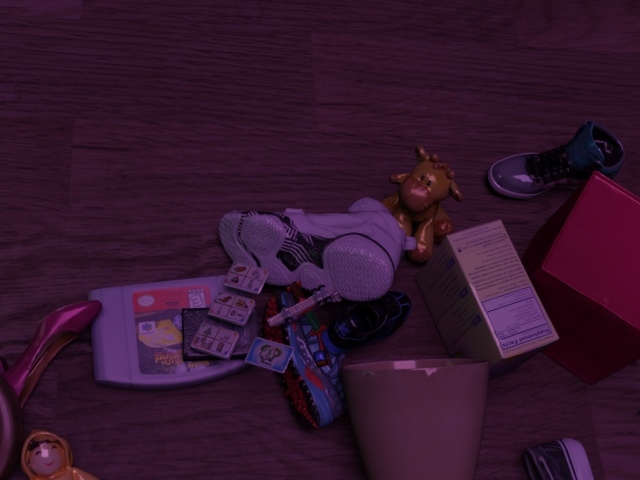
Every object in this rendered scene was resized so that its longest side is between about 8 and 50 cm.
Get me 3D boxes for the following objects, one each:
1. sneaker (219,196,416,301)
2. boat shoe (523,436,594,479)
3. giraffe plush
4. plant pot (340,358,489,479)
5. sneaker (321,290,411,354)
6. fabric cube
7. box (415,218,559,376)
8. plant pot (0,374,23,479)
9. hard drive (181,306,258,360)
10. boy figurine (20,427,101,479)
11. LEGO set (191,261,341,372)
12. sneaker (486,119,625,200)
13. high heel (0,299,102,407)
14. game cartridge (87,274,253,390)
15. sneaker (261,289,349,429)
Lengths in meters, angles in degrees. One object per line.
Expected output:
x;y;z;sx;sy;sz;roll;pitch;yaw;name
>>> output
0.000;0.000;1.584;0.366;0.137;0.210;14;27;25;sneaker
0.436;0.517;1.458;0.119;0.121;0.335;-7;56;-5;boat shoe
0.203;-0.084;1.642;0.181;0.170;0.210;26;64;2;giraffe plush
0.166;0.347;1.418;0.256;0.256;0.274;-1;85;-12;plant pot
0.105;0.138;1.531;0.232;0.090;0.081;-25;75;-44;sneaker
0.524;0.077;1.584;0.259;0.258;0.254;34;63;5;fabric cube
0.300;0.121;1.543;0.117;0.213;0.243;-15;69;-17;box
-0.608;0.299;1.246;0.263;0.229;0.263;1;80;-4;plant pot
-0.179;0.165;1.480;0.135;0.022;0.094;0;66;-12;hard drive
-0.409;0.434;1.332;0.177;0.092;0.285;-12;72;-14;boy figurine
-0.078;0.146;1.448;0.244;0.060;0.182;12;61;23;LEGO set
0.510;-0.167;1.736;0.295;0.178;0.124;-7;67;-14;sneaker
-0.463;0.203;1.417;0.244;0.082;0.117;-32;66;-12;high heel
-0.263;0.169;1.504;0.294;0.060;0.196;-6;71;-14;game cartridge
-0.021;0.211;1.522;0.125;0.104;0.262;-9;69;-35;sneaker
